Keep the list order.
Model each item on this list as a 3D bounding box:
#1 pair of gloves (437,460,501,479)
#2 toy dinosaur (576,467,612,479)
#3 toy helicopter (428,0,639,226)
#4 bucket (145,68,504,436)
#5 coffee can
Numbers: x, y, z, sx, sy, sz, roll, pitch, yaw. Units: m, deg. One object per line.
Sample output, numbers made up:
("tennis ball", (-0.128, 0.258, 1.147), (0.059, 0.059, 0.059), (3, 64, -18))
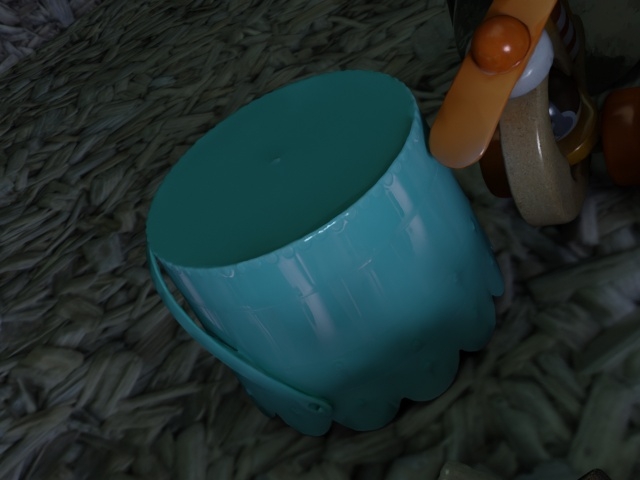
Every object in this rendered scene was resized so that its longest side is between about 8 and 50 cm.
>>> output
("pair of gloves", (0.127, 0.234, 0.366), (0.204, 0.042, 0.240), (9, 51, 13))
("toy dinosaur", (0.162, 0.170, 0.335), (0.313, 0.121, 0.160), (-28, 68, -28))
("toy helicopter", (0.160, -0.186, 0.631), (0.140, 0.355, 0.235), (-4, 9, 34))
("bucket", (0.000, 0.000, 0.679), (0.281, 0.183, 0.281), (-20, 35, 15))
("coffee can", (0.230, -0.300, 0.871), (0.201, 0.201, 0.275), (-19, 36, 17))
